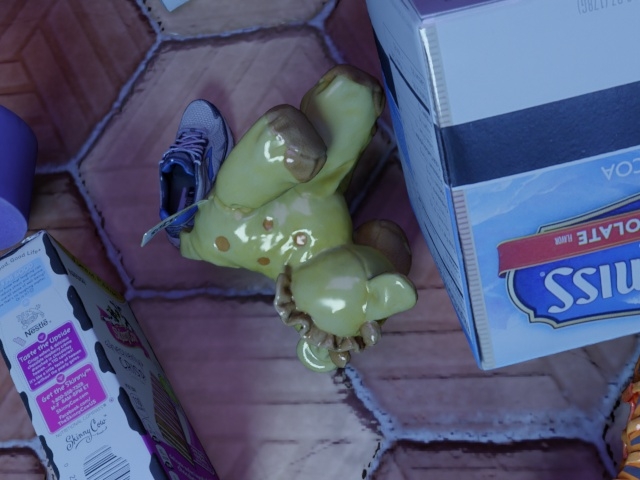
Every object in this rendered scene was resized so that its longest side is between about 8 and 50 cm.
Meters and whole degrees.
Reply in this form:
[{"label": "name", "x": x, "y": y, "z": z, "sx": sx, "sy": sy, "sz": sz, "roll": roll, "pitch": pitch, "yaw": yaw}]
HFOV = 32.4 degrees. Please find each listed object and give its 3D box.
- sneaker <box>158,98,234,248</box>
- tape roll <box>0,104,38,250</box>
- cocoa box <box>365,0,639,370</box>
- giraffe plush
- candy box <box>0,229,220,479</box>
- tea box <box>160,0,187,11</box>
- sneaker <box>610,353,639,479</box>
[{"label": "sneaker", "x": -0.108, "y": -0.064, "z": 0.931, "sx": 0.052, "sy": 0.058, "sz": 0.135, "roll": -2, "pitch": 67, "yaw": 15}, {"label": "tape roll", "x": -0.335, "y": -0.056, "z": 0.918, "sx": 0.189, "sy": 0.189, "sz": 0.080, "roll": -4, "pitch": 68, "yaw": 14}, {"label": "cocoa box", "x": 0.221, "y": -0.104, "z": 0.693, "sx": 0.347, "sy": 0.228, "sz": 0.231, "roll": -14, "pitch": 28, "yaw": 0}, {"label": "giraffe plush", "x": 0.000, "y": 0.000, "z": 0.831, "sx": 0.210, "sy": 0.181, "sz": 0.170, "roll": -41, "pitch": 85, "yaw": -15}, {"label": "candy box", "x": -0.153, "y": 0.124, "z": 0.811, "sx": 0.071, "sy": 0.159, "sz": 0.233, "roll": -33, "pitch": 64, "yaw": -1}, {"label": "tea box", "x": -0.166, "y": -0.448, "z": 0.956, "sx": 0.220, "sy": 0.323, "sz": 0.329, "roll": -32, "pitch": 64, "yaw": 1}, {"label": "sneaker", "x": 0.203, "y": 0.153, "z": 0.719, "sx": 0.180, "sy": 0.124, "sz": 0.321, "roll": -7, "pitch": 67, "yaw": 12}]
